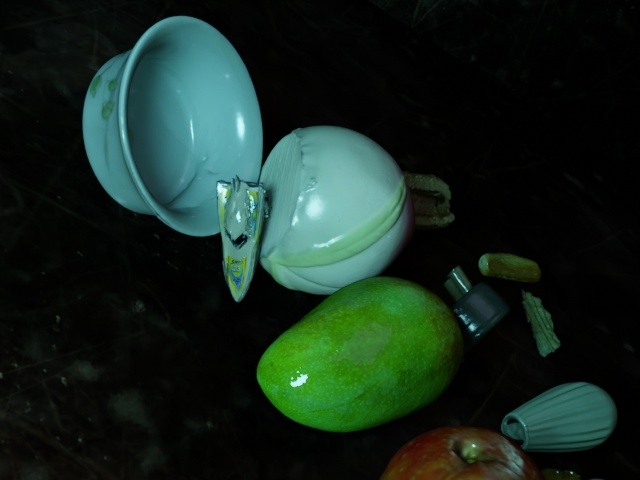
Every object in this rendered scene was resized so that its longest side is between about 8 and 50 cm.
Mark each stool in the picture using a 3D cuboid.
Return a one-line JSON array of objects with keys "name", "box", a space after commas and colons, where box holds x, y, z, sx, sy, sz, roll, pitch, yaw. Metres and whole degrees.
[{"name": "stool", "box": [0.257, 0.145, 1.483, 0.139, 0.153, 0.228, 47, 33, 14]}]

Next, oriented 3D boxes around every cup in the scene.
[{"name": "cup", "box": [-0.257, -0.179, 1.282, 0.347, 0.163, 0.347, 2, 88, -60]}]

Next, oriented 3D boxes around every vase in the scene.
[{"name": "vase", "box": [0.441, 0.337, 1.463, 0.248, 0.128, 0.128, -2, 49, -35]}]

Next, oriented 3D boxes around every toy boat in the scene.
[{"name": "toy boat", "box": [-0.128, -0.002, 1.273, 0.084, 0.210, 0.066, 5, 7, 18]}]

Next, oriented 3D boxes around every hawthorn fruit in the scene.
[{"name": "hawthorn fruit", "box": [0.176, 0.383, 1.020, 0.284, 0.284, 0.284, 26, 34, -19]}]

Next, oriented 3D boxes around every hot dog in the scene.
[{"name": "hot dog", "box": [0.453, 0.064, 1.885, 0.215, 0.047, 0.066, 7, 80, -39]}]

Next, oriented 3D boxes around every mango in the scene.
[{"name": "mango", "box": [0.068, 0.175, 1.221, 0.382, 0.201, 0.225, -10, 78, -38]}]

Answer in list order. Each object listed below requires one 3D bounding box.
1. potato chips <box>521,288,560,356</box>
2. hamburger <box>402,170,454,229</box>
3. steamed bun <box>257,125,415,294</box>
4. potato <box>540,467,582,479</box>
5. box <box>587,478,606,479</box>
[{"name": "potato chips", "box": [0.511, 0.195, 1.796, 0.092, 0.028, 0.207, 22, 34, -22]}, {"name": "hamburger", "box": [0.196, -0.084, 1.738, 0.262, 0.131, 0.124, 1, 82, -52]}, {"name": "steamed bun", "box": [0.042, -0.042, 1.367, 0.309, 0.309, 0.309, 26, 34, -19]}, {"name": "potato", "box": [0.396, 0.452, 1.260, 0.176, 0.137, 0.137, 41, 30, 26]}, {"name": "box", "box": [0.516, 0.506, 1.348, 0.200, 0.088, 0.146, 45, 34, 9]}]
